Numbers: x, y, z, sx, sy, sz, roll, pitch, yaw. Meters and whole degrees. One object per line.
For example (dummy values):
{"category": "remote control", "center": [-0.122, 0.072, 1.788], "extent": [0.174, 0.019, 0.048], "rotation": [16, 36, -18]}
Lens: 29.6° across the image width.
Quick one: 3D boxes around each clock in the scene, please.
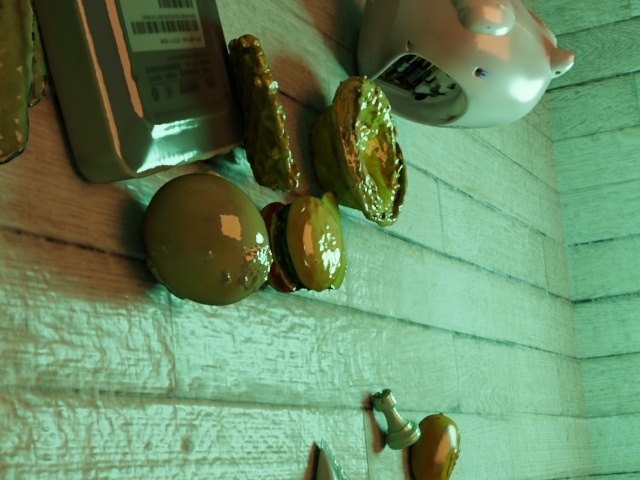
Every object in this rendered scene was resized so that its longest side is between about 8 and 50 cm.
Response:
{"category": "clock", "center": [0.270, -0.355, 2.358], "extent": [0.377, 0.368, 0.250], "rotation": [21, 66, -18]}

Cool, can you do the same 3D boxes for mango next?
{"category": "mango", "center": [0.221, 0.407, 2.321], "extent": [0.105, 0.084, 0.159], "rotation": [43, 42, -44]}

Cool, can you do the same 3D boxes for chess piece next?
{"category": "chess piece", "center": [0.131, 0.321, 2.190], "extent": [0.103, 0.067, 0.067], "rotation": [62, 29, -17]}

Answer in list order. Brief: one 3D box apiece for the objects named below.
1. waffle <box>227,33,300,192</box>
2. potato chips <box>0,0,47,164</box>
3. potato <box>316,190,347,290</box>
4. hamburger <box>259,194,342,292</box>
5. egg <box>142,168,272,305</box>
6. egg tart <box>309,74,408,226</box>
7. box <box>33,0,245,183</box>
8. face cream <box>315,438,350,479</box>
{"category": "waffle", "center": [-0.086, -0.189, 1.779], "extent": [0.243, 0.059, 0.237], "rotation": [-138, -144, -70]}
{"category": "potato chips", "center": [-0.406, -0.236, 1.230], "extent": [0.358, 0.070, 0.429], "rotation": [29, 54, -56]}
{"category": "potato", "center": [0.000, 0.000, 2.036], "extent": [0.119, 0.054, 0.198], "rotation": [44, 38, -52]}
{"category": "hamburger", "center": [-0.034, 0.009, 1.878], "extent": [0.162, 0.115, 0.162], "rotation": [31, 55, -56]}
{"category": "egg", "center": [-0.147, -0.001, 1.584], "extent": [0.201, 0.164, 0.164], "rotation": [59, 32, -41]}
{"category": "egg tart", "center": [0.069, -0.153, 2.165], "extent": [0.288, 0.118, 0.288], "rotation": [41, 42, -54]}
{"category": "box", "center": [-0.231, -0.275, 1.591], "extent": [0.367, 0.090, 0.373], "rotation": [-30, 107, -64]}
{"category": "face cream", "center": [0.026, 0.469, 1.881], "extent": [0.314, 0.089, 0.143], "rotation": [-84, 151, -48]}
